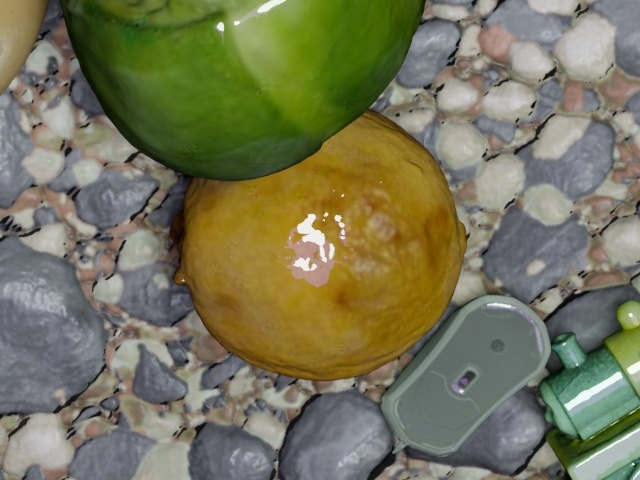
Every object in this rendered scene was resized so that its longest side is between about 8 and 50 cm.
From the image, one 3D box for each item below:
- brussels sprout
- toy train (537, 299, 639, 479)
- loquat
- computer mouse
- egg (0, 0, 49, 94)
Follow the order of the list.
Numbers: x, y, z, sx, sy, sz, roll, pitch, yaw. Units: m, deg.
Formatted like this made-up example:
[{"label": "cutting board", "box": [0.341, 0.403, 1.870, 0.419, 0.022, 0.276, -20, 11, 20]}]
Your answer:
[{"label": "brussels sprout", "box": [-0.069, -0.227, 1.366, 0.276, 0.315, 0.371, -15, 72, 13]}, {"label": "toy train", "box": [0.340, 0.109, 1.618, 0.369, 0.150, 0.237, -32, 101, 2]}, {"label": "loquat", "box": [0.000, 0.000, 1.501, 0.238, 0.193, 0.238, -3, 115, -6]}, {"label": "computer mouse", "box": [0.123, 0.118, 1.628, 0.089, 0.056, 0.181, 40, 107, -2]}, {"label": "egg", "box": [-0.293, -0.211, 1.390, 0.201, 0.201, 0.244, 24, 87, -15]}]
